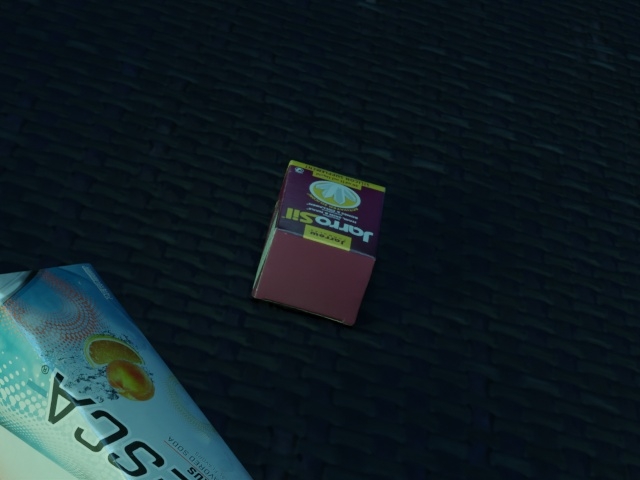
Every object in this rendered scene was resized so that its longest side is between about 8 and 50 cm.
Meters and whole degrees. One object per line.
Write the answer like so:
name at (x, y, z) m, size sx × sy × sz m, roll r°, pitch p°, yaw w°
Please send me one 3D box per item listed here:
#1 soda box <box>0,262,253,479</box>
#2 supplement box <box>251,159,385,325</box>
soda box at (-0.069, 0.094, 0.701) m, size 0.058 × 0.063 × 0.183 m, roll -8°, pitch 51°, yaw -51°
supplement box at (0.000, 0.000, 0.987) m, size 0.055 × 0.043 × 0.083 m, roll 17°, pitch 28°, yaw -4°
